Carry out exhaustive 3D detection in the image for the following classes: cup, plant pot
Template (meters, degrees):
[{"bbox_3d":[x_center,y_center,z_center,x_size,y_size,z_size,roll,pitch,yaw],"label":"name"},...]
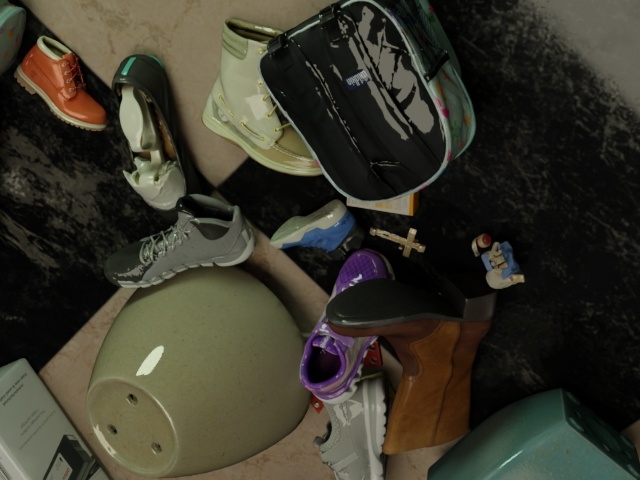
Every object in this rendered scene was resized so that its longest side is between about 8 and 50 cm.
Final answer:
[{"bbox_3d":[-0.211,0.221,1.862,0.331,0.237,0.331,15,122,26],"label":"cup"},{"bbox_3d":[0.318,0.359,1.774,0.247,0.248,0.252,38,106,-2],"label":"plant pot"}]

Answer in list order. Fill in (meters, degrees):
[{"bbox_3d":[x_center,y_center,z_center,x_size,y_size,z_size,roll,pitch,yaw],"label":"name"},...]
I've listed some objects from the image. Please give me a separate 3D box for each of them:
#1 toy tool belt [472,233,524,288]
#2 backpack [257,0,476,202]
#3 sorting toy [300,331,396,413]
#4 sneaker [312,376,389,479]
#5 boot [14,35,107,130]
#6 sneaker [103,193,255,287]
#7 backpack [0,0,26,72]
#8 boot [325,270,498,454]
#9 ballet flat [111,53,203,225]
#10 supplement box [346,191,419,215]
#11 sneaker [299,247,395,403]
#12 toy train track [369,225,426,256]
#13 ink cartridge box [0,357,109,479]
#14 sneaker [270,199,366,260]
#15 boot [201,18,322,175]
[{"bbox_3d":[0.250,0.024,1.718,0.051,0.052,0.083,-26,88,55],"label":"toy tool belt"},{"bbox_3d":[0.074,-0.184,1.588,0.225,0.191,0.254,-24,98,37],"label":"backpack"},{"bbox_3d":[-0.022,0.210,1.931,0.274,0.046,0.132,2,118,20],"label":"sorting toy"},{"bbox_3d":[0.045,0.325,1.924,0.115,0.105,0.281,4,116,6],"label":"sneaker"},{"bbox_3d":[-0.366,-0.228,1.819,0.158,0.059,0.085,38,119,-1],"label":"boot"},{"bbox_3d":[-0.215,-0.012,1.811,0.228,0.086,0.132,-14,142,-1],"label":"sneaker"},{"bbox_3d":[-0.502,-0.305,1.761,0.144,0.166,0.188,21,127,7],"label":"backpack"},{"bbox_3d":[0.114,0.183,1.779,0.096,0.264,0.280,46,137,44],"label":"boot"},{"bbox_3d":[-0.246,-0.128,1.802,0.095,0.096,0.281,-5,115,22],"label":"ballet flat"},{"bbox_3d":[0.087,-0.075,1.737,0.098,0.036,0.062,10,121,16],"label":"supplement box"},{"bbox_3d":[0.032,0.125,1.789,0.095,0.104,0.236,22,95,25],"label":"sneaker"},{"bbox_3d":[0.109,0.000,1.784,0.083,0.014,0.048,20,122,11],"label":"toy train track"},{"bbox_3d":[-0.542,0.441,2.187,0.285,0.166,0.395,-22,106,30],"label":"ink cartridge box"},{"bbox_3d":[0.000,0.001,1.799,0.152,0.058,0.084,-25,117,40],"label":"sneaker"},{"bbox_3d":[-0.062,-0.194,1.692,0.213,0.077,0.165,30,123,24],"label":"boot"}]
